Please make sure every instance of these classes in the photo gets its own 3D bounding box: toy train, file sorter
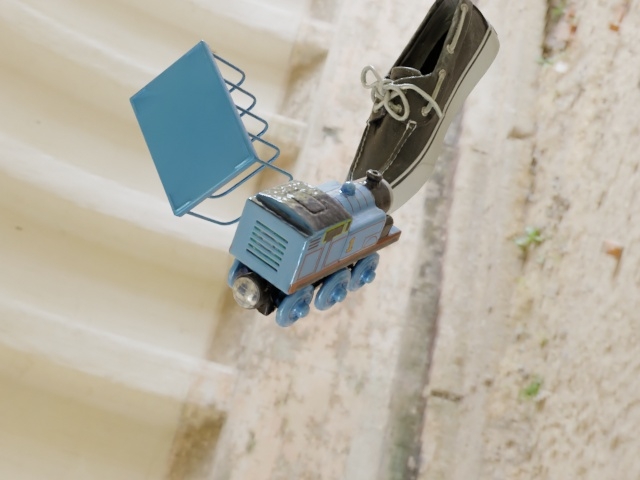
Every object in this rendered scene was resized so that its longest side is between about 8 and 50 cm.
[{"bbox_3d":[0.000,0.000,0.803,0.184,0.080,0.105,-23,-37,-51],"label":"toy train"},{"bbox_3d":[-0.124,-0.118,1.148,0.104,0.118,0.170,21,-141,-58],"label":"file sorter"}]

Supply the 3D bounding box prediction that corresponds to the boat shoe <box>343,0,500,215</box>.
[{"bbox_3d":[0.105,-0.166,1.170,0.113,0.105,0.306,24,74,49],"label":"boat shoe"}]
